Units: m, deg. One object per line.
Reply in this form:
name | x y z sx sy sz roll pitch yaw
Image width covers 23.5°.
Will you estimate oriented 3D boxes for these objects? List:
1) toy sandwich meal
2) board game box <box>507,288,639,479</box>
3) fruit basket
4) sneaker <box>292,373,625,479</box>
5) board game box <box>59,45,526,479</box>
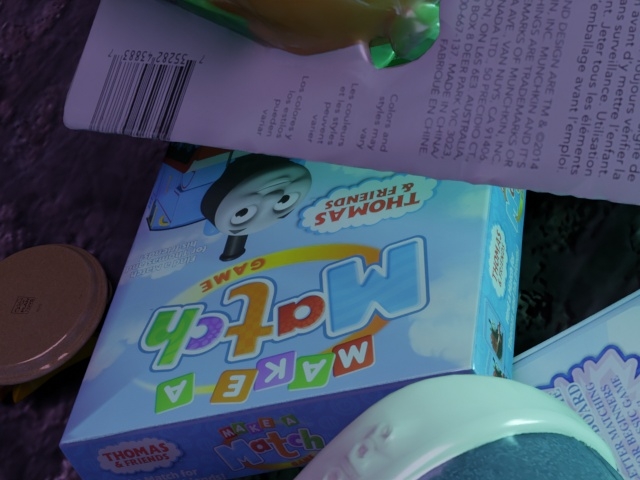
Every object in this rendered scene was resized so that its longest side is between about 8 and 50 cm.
toy sandwich meal | -0.132 0.039 0.708 0.085 0.029 0.086 -12 49 15
board game box | 0.221 0.118 0.453 0.318 0.066 0.319 -29 54 12
fruit basket | 0.060 -0.181 0.563 0.353 0.165 0.327 10 86 36
sneaker | -0.018 0.208 0.448 0.350 0.131 0.148 -54 41 17
board game box | 0.000 0.000 0.607 0.160 0.039 0.211 -13 38 21
